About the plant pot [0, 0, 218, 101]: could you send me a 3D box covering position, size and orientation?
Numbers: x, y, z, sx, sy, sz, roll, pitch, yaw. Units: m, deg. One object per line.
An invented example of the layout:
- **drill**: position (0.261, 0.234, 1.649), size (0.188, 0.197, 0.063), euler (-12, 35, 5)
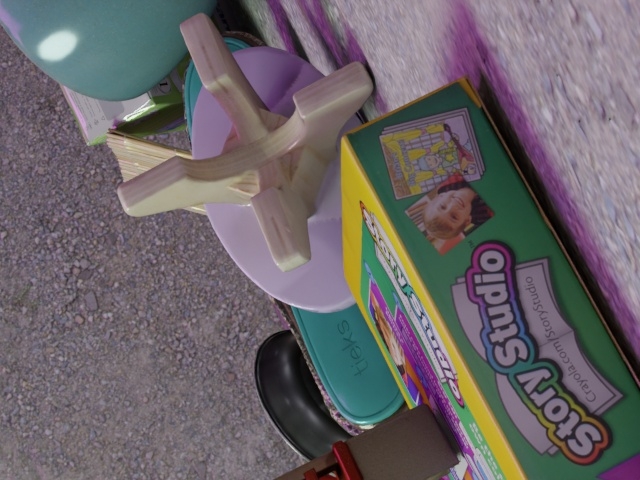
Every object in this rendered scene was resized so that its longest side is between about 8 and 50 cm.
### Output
- **plant pot**: position (-0.216, -0.330, 1.921), size (0.290, 0.195, 0.290), euler (30, -134, -36)

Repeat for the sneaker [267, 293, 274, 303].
- **sneaker**: position (-0.029, 0.055, 2.544), size (0.185, 0.069, 0.084), euler (12, 116, 60)

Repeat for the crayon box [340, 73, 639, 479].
- **crayon box**: position (0.137, 0.110, 1.201), size (0.363, 0.106, 0.313), euler (63, 172, 16)

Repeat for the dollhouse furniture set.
- **dollhouse furniture set**: position (0.073, 0.260, 1.198), size (0.259, 0.135, 0.262), euler (62, 173, 11)

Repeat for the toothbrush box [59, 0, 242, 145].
- **toothbrush box**: position (-0.217, -0.248, 2.162), size (0.283, 0.122, 0.206), euler (-19, -97, -60)

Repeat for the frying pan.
- **frying pan**: position (0.051, 0.156, 1.893), size (0.197, 0.053, 0.326), euler (51, -145, 11)

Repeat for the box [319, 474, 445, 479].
- **box**: position (0.119, 0.350, 1.833), size (0.057, 0.201, 0.293), euler (73, 170, -55)

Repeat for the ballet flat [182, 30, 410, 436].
- **ballet flat**: position (0.000, 0.000, 1.847), size (0.483, 0.164, 0.182), euler (63, -161, 15)

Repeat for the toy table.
- **toy table**: position (-0.046, -0.074, 1.580), size (0.274, 0.252, 0.161), euler (55, -172, 19)

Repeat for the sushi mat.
- **sushi mat**: position (-0.106, -0.055, 2.050), size (0.151, 0.316, 0.019), euler (73, -144, -63)
